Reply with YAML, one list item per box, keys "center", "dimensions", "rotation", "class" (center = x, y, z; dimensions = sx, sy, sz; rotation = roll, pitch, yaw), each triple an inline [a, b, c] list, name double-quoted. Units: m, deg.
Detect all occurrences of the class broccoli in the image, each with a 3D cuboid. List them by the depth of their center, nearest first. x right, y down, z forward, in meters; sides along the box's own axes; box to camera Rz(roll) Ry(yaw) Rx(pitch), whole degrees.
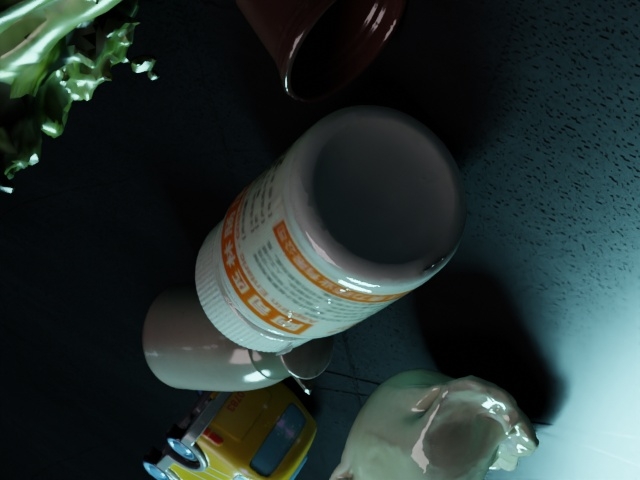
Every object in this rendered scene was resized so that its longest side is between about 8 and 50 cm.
- center: [-0.239, -0.209, 1.161]
  dimensions: [0.281, 0.347, 0.293]
  rotation: [7, 179, 38]
  class: "broccoli"

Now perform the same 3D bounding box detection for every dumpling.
- center: [0.108, 0.176, 1.339]
  dimensions: [0.151, 0.124, 0.229]
  rotation: [12, 151, -21]
  class: "dumpling"

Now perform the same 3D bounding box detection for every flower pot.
- center: [-0.010, -0.163, 1.052]
  dimensions: [0.089, 0.111, 0.111]
  rotation: [46, 154, 22]
  class: "flower pot"

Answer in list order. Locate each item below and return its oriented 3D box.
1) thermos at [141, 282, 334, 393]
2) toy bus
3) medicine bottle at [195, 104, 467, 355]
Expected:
- center: [-0.073, 0.076, 1.467]
  dimensions: [0.193, 0.105, 0.137]
  rotation: [-1, 97, 49]
  class: "thermos"
- center: [-0.090, 0.211, 1.637]
  dimensions: [0.136, 0.126, 0.209]
  rotation: [37, 153, -4]
  class: "toy bus"
- center: [0.000, 0.000, 1.209]
  dimensions: [0.144, 0.144, 0.252]
  rotation: [46, 155, -3]
  class: "medicine bottle"
